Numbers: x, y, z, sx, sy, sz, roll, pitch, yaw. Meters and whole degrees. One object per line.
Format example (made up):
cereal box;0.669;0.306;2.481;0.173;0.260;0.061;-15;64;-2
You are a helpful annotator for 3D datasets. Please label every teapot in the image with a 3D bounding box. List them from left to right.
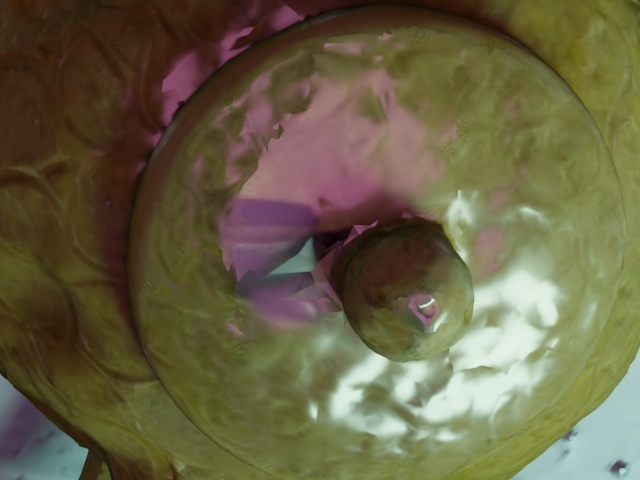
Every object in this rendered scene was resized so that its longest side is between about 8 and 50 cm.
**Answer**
teapot;0.000;0.000;0.478;0.203;0.167;0.311;27;103;-19
